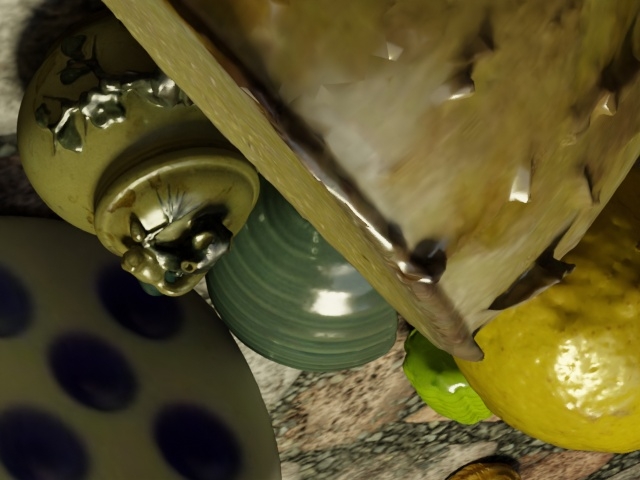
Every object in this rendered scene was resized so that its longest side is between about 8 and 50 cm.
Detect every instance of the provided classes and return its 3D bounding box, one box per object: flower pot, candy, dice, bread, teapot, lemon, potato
[{"bbox_3d":[0.000,0.000,1.337,0.157,0.189,0.243,16,161,5],"label":"flower pot"},{"bbox_3d":[0.140,0.134,1.775,0.097,0.096,0.209,-25,158,4],"label":"candy"},{"bbox_3d":[-0.231,0.169,1.342,0.304,0.304,0.277,5,141,-41],"label":"dice"},{"bbox_3d":[0.194,0.295,2.131,0.083,0.044,0.111,-35,147,19],"label":"bread"},{"bbox_3d":[-0.103,-0.060,1.173,0.173,0.182,0.269,-11,148,-19],"label":"teapot"},{"bbox_3d":[0.230,0.055,1.542,0.253,0.253,0.310,-37,146,24],"label":"lemon"},{"bbox_3d":[0.029,-0.195,0.851,0.319,0.385,0.442,-47,142,-1],"label":"potato"}]
